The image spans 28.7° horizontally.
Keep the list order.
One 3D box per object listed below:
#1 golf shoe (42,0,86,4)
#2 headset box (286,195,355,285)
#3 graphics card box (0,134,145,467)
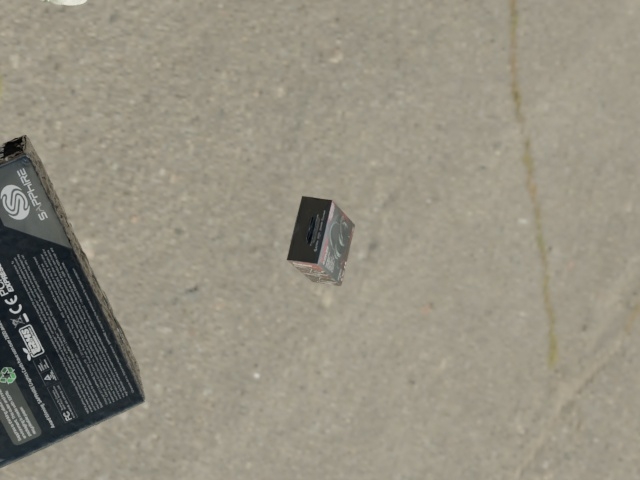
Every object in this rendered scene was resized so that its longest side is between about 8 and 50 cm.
[{"bbox_3d":[-0.351,-0.405,1.710,0.086,0.069,0.176,8,82,-56],"label":"golf shoe"},{"bbox_3d":[0.000,0.000,1.133,0.083,0.032,0.062,47,54,-66],"label":"headset box"},{"bbox_3d":[-0.353,0.095,0.994,0.371,0.094,0.233,-25,108,-5],"label":"graphics card box"}]
